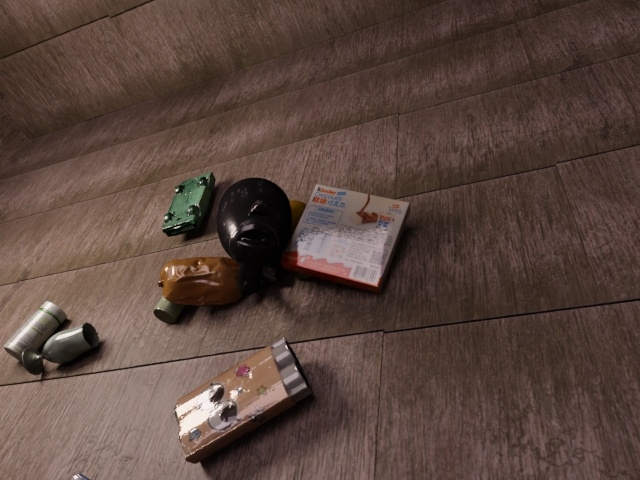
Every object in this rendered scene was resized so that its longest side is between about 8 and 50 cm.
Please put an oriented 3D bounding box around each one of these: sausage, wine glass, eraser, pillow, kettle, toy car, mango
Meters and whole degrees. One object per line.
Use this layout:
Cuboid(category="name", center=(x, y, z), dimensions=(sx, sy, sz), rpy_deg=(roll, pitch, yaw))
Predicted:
Cuboid(category="sausage", center=(-0.331, 0.113, 1.533), dimensions=(0.241, 0.120, 0.136), rpy_deg=(1, 41, -1))
Cuboid(category="wine glass", center=(-0.758, 0.315, 1.603), dimensions=(0.202, 0.093, 0.093), rpy_deg=(-23, 36, 4))
Cuboid(category="eraser", center=(-0.171, 0.350, 1.203), dimensions=(0.291, 0.087, 0.171), rpy_deg=(-30, 38, -4))
Cuboid(category="pillow", center=(-0.152, 0.076, 1.559), dimensions=(0.090, 0.048, 0.150), rpy_deg=(-12, 41, 17))
Cuboid(category="kettle", center=(-0.175, 0.001, 1.441), dimensions=(0.208, 0.268, 0.290), rpy_deg=(6, 22, -10))
Cuboid(category="toy car", center=(-0.460, -0.130, 1.959), dimensions=(0.141, 0.097, 0.320), rpy_deg=(-16, 37, 14))
Cuboid(category="mango", center=(-0.158, -0.051, 1.664), dimensions=(0.253, 0.113, 0.138), rpy_deg=(-30, 37, -7))

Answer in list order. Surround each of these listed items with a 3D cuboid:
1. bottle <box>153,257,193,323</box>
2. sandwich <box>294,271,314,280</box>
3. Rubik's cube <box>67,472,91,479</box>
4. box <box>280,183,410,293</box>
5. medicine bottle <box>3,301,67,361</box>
Cuboid(category="bottle", center=(-0.411, 0.147, 1.612), dimensions=(0.072, 0.072, 0.201), rpy_deg=(-2, 42, 30))
Cuboid(category="sandwich", center=(0.000, 0.000, 1.555), dimensions=(0.245, 0.063, 0.212), rpy_deg=(-33, 33, -10))
Cuboid(category="Rubik's cube", center=(-0.270, 0.599, 0.746), dimensions=(0.347, 0.344, 0.346), rpy_deg=(10, 50, 38))
Cuboid(category="box", center=(0.068, -0.013, 1.433), dimensions=(0.273, 0.048, 0.265), rpy_deg=(14, 63, 21))
Cuboid(category="medicine bottle", center=(-0.900, 0.288, 1.728), dimensions=(0.086, 0.086, 0.183), rpy_deg=(3, 45, 35))
